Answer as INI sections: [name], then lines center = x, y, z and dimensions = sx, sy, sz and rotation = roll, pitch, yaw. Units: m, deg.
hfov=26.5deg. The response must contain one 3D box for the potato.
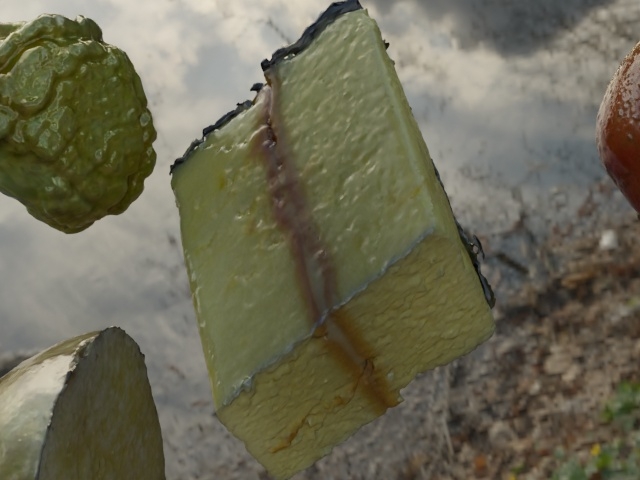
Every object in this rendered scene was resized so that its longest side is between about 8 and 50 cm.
[potato]
center = -0.184, 0.200, 0.865
dimensions = 0.116, 0.299, 0.239
rotation = 1, 30, 9

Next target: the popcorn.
[popcorn]
center = -0.301, -0.148, 1.527
dimensions = 0.173, 0.286, 0.225
rotation = 11, 68, 48

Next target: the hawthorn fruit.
[hawthorn fruit]
center = 0.492, -0.135, 1.785
dimensions = 0.275, 0.300, 0.275
rotation = 18, 38, -15

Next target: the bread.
[bread]
center = 0.000, 0.000, 1.567
dimensions = 0.345, 0.242, 0.405
rotation = -27, 59, 10
